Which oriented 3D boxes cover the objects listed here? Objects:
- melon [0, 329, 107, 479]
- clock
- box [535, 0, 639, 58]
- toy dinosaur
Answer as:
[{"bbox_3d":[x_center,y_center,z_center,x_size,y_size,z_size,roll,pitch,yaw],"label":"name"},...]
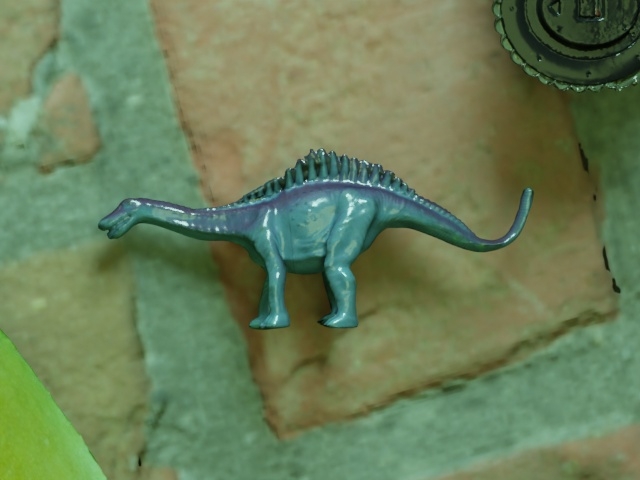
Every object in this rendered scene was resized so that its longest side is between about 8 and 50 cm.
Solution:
[{"bbox_3d":[-0.167,0.149,0.665,0.196,0.124,0.323,-39,106,-3],"label":"melon"},{"bbox_3d":[0.115,-0.101,0.690,0.083,0.010,0.074,-3,97,-9],"label":"clock"},{"bbox_3d":[0.143,-0.161,0.719,0.130,0.051,0.129,-16,99,-8],"label":"box"},{"bbox_3d":[0.000,0.000,0.715,0.197,0.045,0.080,-2,86,-6],"label":"toy dinosaur"}]
